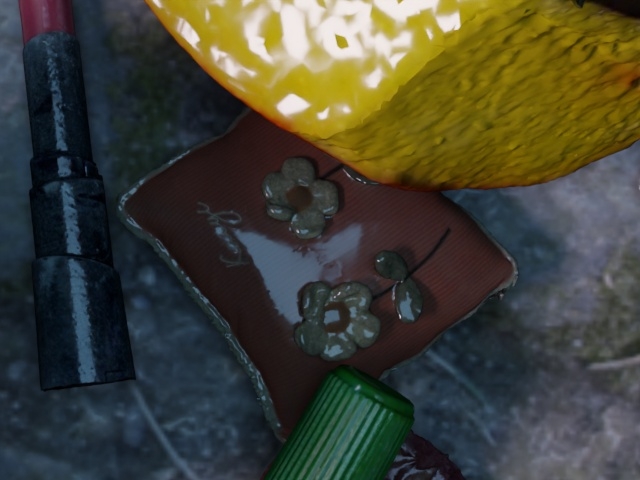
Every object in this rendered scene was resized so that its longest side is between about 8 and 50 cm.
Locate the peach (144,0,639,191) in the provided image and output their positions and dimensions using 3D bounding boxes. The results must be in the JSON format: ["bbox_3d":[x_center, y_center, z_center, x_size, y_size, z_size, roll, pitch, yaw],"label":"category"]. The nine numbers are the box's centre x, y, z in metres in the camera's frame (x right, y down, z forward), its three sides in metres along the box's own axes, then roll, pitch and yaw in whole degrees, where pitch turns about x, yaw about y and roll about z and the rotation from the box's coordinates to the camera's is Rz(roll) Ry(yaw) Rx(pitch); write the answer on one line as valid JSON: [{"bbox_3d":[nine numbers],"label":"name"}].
[{"bbox_3d":[0.060,-0.191,0.850,0.380,0.242,0.306,54,38,0],"label":"peach"}]

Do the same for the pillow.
[{"bbox_3d":[0.000,0.000,0.914,0.171,0.075,0.179,-37,89,-11],"label":"pillow"}]

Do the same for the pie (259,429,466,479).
[{"bbox_3d":[0.025,0.179,0.927,0.154,0.036,0.154,0,85,-6],"label":"pie"}]

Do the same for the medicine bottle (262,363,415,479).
[{"bbox_3d":[-0.043,0.209,0.866,0.111,0.076,0.309,30,94,29],"label":"medicine bottle"}]

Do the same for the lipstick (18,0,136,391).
[{"bbox_3d":[-0.146,-0.034,0.910,0.053,0.053,0.234,-7,85,-8],"label":"lipstick"}]

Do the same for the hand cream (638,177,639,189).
[{"bbox_3d":[0.258,-0.129,0.979,0.080,0.050,0.234,15,89,-7],"label":"hand cream"}]
